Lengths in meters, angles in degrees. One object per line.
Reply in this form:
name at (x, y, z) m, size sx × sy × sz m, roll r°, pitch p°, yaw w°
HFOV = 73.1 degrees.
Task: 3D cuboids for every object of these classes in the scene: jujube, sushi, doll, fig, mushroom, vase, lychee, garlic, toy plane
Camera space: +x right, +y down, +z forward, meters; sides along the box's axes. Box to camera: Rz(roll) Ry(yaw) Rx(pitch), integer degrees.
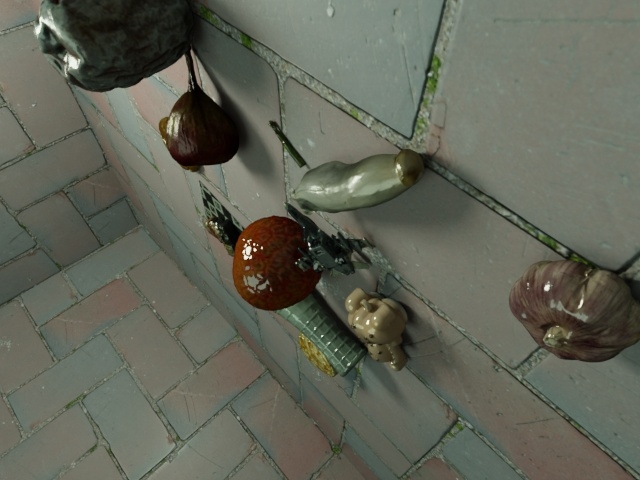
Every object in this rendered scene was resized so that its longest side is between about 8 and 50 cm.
jujube at (-0.428, -0.452, 0.932) m, size 0.226 × 0.317 × 0.226 m, roll 32°, pitch 147°, yaw 24°
sushi at (-0.394, -0.025, 1.713) m, size 0.339 × 0.068 × 0.320 m, roll 46°, pitch 154°, yaw 17°
doll at (0.145, 0.223, 1.057) m, size 0.154 × 0.119 × 0.278 m, roll 36°, pitch 160°, yaw 34°
fig at (-0.332, -0.319, 1.102) m, size 0.190 × 0.190 × 0.290 m, roll 1°, pitch 125°, yaw 60°
mushroom at (0.049, -0.098, 0.787) m, size 0.351 × 0.109 × 0.097 m, roll 2°, pitch 126°, yaw 60°
vase at (0.004, 0.275, 1.340) m, size 0.299 × 0.143 × 0.143 m, roll 44°, pitch 154°, yaw 13°
lychee at (-0.121, 0.062, 1.152) m, size 0.300 × 0.255 × 0.255 m, roll 9°, pitch 130°, yaw 53°
garlic at (0.325, 0.094, 0.564) m, size 0.159 × 0.102 × 0.147 m, roll 10°, pitch 131°, yaw 55°
toy plane at (0.000, 0.009, 0.938) m, size 0.192 × 0.088 × 0.262 m, roll -21°, pitch 142°, yaw 28°

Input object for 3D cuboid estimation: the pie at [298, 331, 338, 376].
pie at (0.000, 0.391, 1.545) m, size 0.205 × 0.084 × 0.179 m, roll 55°, pitch 154°, yaw 2°

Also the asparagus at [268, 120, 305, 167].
asparagus at (-0.077, -0.216, 0.968) m, size 0.127 × 0.015 × 0.018 m, roll 53°, pitch 146°, yaw 0°

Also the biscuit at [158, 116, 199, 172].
biscuit at (-0.503, -0.335, 1.533) m, size 0.226 × 0.042 × 0.226 m, roll 39°, pitch 151°, yaw 26°
